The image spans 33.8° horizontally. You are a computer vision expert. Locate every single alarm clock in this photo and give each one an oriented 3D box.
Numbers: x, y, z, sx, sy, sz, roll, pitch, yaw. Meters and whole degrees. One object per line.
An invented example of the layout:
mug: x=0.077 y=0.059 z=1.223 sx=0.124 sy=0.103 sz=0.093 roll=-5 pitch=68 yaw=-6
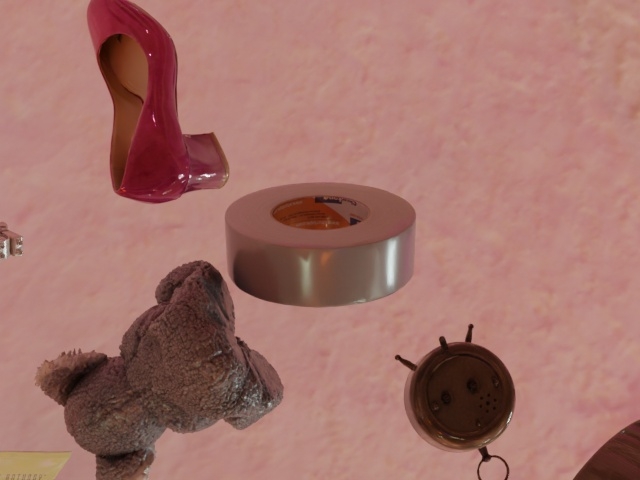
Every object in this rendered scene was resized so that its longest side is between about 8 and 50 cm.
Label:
alarm clock: x=0.176 y=0.205 z=1.261 sx=0.129 sy=0.064 sz=0.192 roll=-22 pitch=82 yaw=-11

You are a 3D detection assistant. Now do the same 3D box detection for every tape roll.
tape roll: x=0.000 y=0.000 z=1.210 sx=0.219 sy=0.219 sz=0.072 roll=-21 pitch=120 yaw=-44

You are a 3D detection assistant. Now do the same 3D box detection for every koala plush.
koala plush: x=-0.179 y=0.153 z=1.114 sx=0.196 sy=0.221 sz=0.203 roll=61 pitch=4 yaw=-1

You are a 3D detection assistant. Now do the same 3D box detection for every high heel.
high heel: x=-0.185 y=-0.135 z=0.963 sx=0.117 sy=0.082 sz=0.244 roll=-10 pitch=65 yaw=-47

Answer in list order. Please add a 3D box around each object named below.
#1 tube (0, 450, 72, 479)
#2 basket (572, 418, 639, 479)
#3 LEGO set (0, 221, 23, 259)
tube: x=-0.296 y=0.246 z=0.911 sx=0.062 sy=0.240 sz=0.070 roll=40 pitch=38 yaw=7
basket: x=0.249 y=0.212 z=0.587 sx=0.204 sy=0.227 sz=0.154 roll=-31 pitch=135 yaw=-24
LEGO set: x=-0.352 y=0.051 z=0.918 sx=0.227 sy=0.093 sz=0.087 roll=-15 pitch=116 yaw=-46
